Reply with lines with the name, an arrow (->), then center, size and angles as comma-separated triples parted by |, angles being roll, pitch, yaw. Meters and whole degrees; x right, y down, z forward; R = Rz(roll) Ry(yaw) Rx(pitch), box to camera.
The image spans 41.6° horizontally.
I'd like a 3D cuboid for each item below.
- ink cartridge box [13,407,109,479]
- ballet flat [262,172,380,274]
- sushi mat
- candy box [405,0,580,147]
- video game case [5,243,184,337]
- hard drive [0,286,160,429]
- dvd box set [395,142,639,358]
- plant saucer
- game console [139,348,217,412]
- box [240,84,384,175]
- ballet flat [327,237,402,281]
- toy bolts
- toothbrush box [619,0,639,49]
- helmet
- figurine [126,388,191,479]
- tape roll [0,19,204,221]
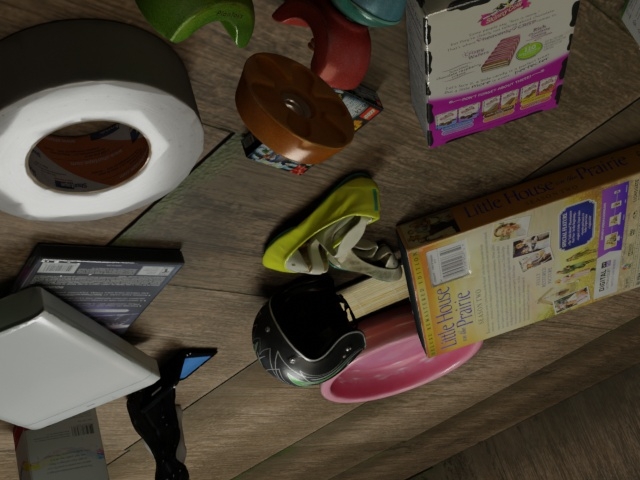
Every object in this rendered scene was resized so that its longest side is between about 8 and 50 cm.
ink cartridge box -> -0.452, 0.388, 1.466 | 0.128, 0.176, 0.127 | -2, 149, -30
ballet flat -> 0.000, 0.000, 1.139 | 0.077, 0.077, 0.231 | 6, 144, -42
sushi mat -> 0.065, 0.104, 1.448 | 0.316, 0.019, 0.151 | -24, 152, 9
candy box -> 0.173, -0.205, 0.870 | 0.159, 0.071, 0.233 | -18, 154, -1
video game case -> -0.332, 0.089, 1.149 | 0.196, 0.026, 0.274 | 4, 147, -38
hard drive -> -0.405, 0.180, 1.195 | 0.233, 0.047, 0.353 | -22, 153, 5
dvd box set -> 0.343, 0.025, 1.356 | 0.420, 0.062, 0.308 | -19, 138, 0
plant saucer -> 0.149, 0.213, 1.639 | 0.332, 0.084, 0.332 | -15, 152, -8
game console -> -0.243, 0.242, 1.451 | 0.071, 0.107, 0.122 | 31, 130, -22
box -> -0.009, -0.129, 0.943 | 0.137, 0.027, 0.094 | -36, 150, 30
ballet flat -> 0.080, 0.027, 1.273 | 0.168, 0.057, 0.052 | 11, 131, -46
toy bolts -> 0.010, -0.193, 0.668 | 0.228, 0.218, 0.158 | -15, 154, -51
toothbrush box -> 0.484, -0.291, 0.858 | 0.283, 0.122, 0.206 | -16, 153, -6
helmet -> -0.025, 0.149, 1.319 | 0.161, 0.169, 0.169 | -25, 155, -9
figurine -> -0.286, 0.403, 1.569 | 0.092, 0.209, 0.215 | -14, 154, -10
tape roll -> -0.224, -0.105, 0.798 | 0.219, 0.072, 0.219 | -15, 153, -8
